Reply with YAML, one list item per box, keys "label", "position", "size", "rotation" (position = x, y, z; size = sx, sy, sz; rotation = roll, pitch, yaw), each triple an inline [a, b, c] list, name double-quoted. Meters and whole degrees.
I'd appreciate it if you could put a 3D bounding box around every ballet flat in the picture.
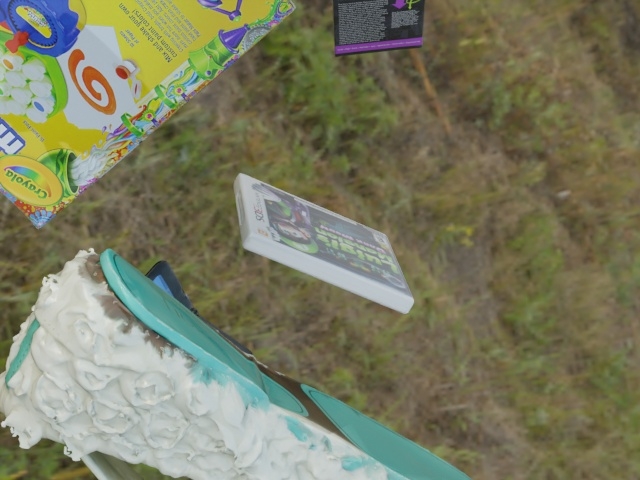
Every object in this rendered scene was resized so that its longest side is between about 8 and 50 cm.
- label: "ballet flat"
  position: [-0.039, 0.148, 0.799]
  size: [0.409, 0.147, 0.147]
  rotation: [36, 51, -31]

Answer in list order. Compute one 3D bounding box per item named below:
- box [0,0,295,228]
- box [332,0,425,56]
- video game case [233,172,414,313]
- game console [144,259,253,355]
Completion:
- label: "box"
  position: [-0.228, -0.222, 0.970]
  size: [0.290, 0.279, 0.177]
  rotation: [48, 5, -27]
- label: "box"
  position: [0.072, -0.289, 1.499]
  size: [0.162, 0.116, 0.029]
  rotation: [87, -3, -66]
- label: "video game case"
  position: [0.000, 0.000, 1.288]
  size: [0.190, 0.022, 0.173]
  rotation: [23, 19, -17]
- label: "game console"
  position: [-0.126, 0.099, 0.989]
  size: [0.107, 0.071, 0.122]
  rotation: [34, 62, 10]
